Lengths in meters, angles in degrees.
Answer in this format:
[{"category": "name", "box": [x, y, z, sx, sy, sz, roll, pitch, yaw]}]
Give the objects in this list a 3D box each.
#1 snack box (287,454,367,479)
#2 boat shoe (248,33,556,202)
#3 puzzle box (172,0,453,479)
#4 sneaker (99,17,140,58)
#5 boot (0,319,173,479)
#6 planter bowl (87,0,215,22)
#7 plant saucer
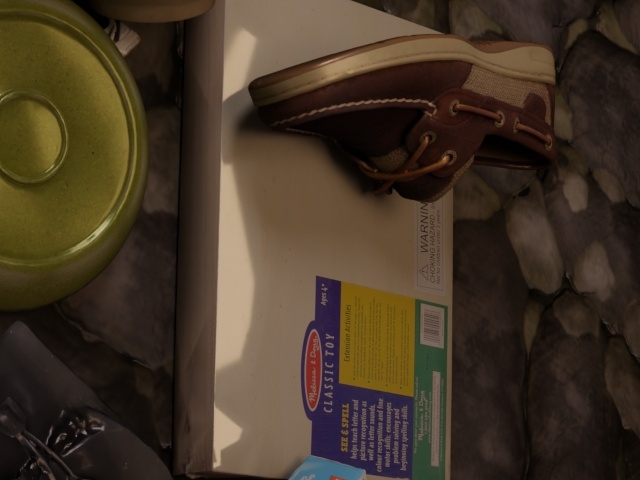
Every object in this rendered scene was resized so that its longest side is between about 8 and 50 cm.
[{"category": "snack box", "box": [-0.054, 0.327, 1.403, 0.322, 0.060, 0.187, -44, 133, -42]}, {"category": "boat shoe", "box": [0.082, -0.092, 1.554, 0.342, 0.123, 0.123, -5, 84, -52]}, {"category": "puzzle box", "box": [0.000, 0.000, 1.570, 0.272, 0.052, 0.409, 14, 72, -44]}, {"category": "sneaker", "box": [-0.171, -0.136, 1.444, 0.037, 0.032, 0.083, 44, 51, -6]}, {"category": "boot", "box": [-0.203, 0.301, 1.159, 0.367, 0.146, 0.445, 61, 28, -13]}, {"category": "planter bowl", "box": [-0.125, -0.226, 1.431, 0.162, 0.162, 0.109, -29, 130, -45]}, {"category": "plant saucer", "box": [-0.212, -0.071, 1.353, 0.241, 0.037, 0.241, 5, 83, -38]}]
